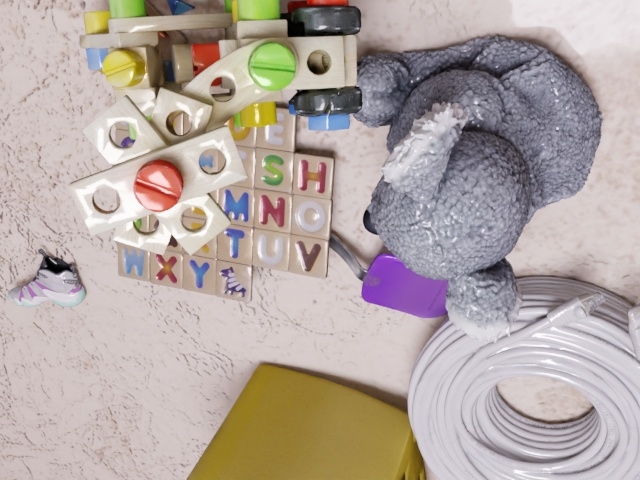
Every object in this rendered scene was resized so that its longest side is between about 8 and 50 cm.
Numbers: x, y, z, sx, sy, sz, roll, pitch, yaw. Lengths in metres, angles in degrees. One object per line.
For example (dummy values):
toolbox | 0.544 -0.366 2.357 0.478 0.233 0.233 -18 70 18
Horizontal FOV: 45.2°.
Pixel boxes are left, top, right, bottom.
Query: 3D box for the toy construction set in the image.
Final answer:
toy construction set | -0.087 -0.121 0.578 0.215 0.328 0.151 -4 119 -9

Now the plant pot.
plant pot | 0.006 0.277 0.804 0.187 0.212 0.212 -1 117 21

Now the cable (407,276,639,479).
cable | 0.213 0.158 0.741 0.257 0.089 0.257 -16 112 27

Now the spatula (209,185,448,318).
spatula | 0.000 0.000 0.761 0.296 0.030 0.084 28 140 9

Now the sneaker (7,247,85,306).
sneaker | -0.327 0.041 0.903 0.098 0.038 0.069 -2 115 10

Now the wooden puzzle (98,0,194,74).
wooden puzzle | -0.172 -0.191 0.731 0.078 0.014 0.116 36 123 -2

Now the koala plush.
koala plush | 0.109 -0.048 0.585 0.203 0.221 0.196 -12 112 25

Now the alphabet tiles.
alphabet tiles | -0.100 -0.038 0.757 0.237 0.009 0.198 10 108 19
